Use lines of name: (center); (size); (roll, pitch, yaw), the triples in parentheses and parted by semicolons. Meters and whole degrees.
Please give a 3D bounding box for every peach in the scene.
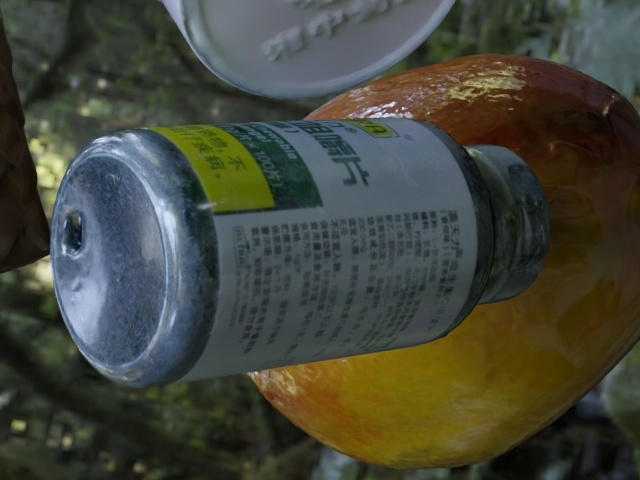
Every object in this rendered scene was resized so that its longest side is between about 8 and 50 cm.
peach: (0.103, 0.013, 1.307); (0.372, 0.373, 0.289); (95, 175, -52)

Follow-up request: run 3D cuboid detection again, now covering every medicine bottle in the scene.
medicine bottle: (0.000, 0.000, 0.991); (0.293, 0.141, 0.141); (-5, -67, -39)
medicine bottle: (-0.062, -0.271, 1.079); (0.378, 0.214, 0.213); (-120, 27, -42)

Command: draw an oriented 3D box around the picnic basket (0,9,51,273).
picnic basket: (-0.375, -0.073, 1.275); (0.254, 0.321, 0.291); (-168, 66, -71)
